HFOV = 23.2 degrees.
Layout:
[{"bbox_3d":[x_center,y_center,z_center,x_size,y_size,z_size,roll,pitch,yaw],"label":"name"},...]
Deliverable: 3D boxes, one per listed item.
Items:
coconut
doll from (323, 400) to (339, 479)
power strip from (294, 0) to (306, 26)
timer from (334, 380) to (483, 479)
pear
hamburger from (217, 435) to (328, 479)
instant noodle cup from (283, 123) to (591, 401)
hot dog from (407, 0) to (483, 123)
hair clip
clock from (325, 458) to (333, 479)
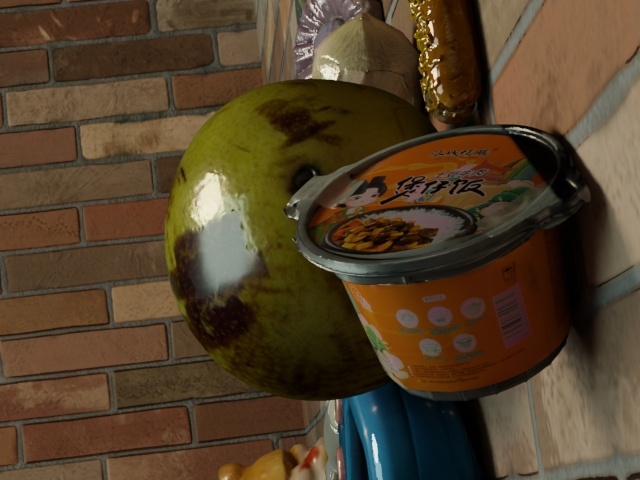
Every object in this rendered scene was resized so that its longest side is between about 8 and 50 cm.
[{"bbox_3d":[0.045,-0.156,1.472,0.110,0.110,0.124,-105,4,-59],"label":"coconut"},{"bbox_3d":[0.048,0.196,1.894,0.102,0.075,0.227,-101,28,-68],"label":"doll"},{"bbox_3d":[-0.002,-0.297,2.150,0.286,0.048,0.080,-104,10,-65],"label":"power strip"},{"bbox_3d":[0.083,0.268,1.486,0.309,0.115,0.340,-106,11,-67],"label":"timer"},{"bbox_3d":[0.000,0.000,1.302,0.283,0.283,0.284,174,90,-85],"label":"pear"},{"bbox_3d":[-0.032,0.437,2.324,0.276,0.236,0.276,176,90,-86],"label":"hamburger"},{"bbox_3d":[0.087,0.020,0.986,0.208,0.177,0.125,17,134,51],"label":"instant noodle cup"},{"bbox_3d":[0.094,-0.175,1.219,0.071,0.045,0.165,95,167,-74],"label":"hot dog"},{"bbox_3d":[0.012,-0.260,1.803,0.300,0.069,0.173,-100,22,-53],"label":"hair clip"},{"bbox_3d":[0.058,0.327,2.016,0.186,0.083,0.253,90,172,-55],"label":"clock"}]
